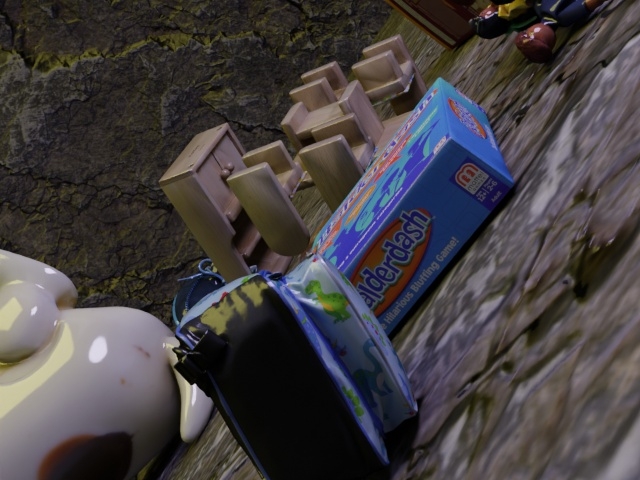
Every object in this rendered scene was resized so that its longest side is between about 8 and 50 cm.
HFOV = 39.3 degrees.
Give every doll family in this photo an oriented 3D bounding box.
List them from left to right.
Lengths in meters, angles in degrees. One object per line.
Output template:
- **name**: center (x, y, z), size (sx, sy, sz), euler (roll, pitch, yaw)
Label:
- **doll family**: center (0.147, -0.184, 0.624), size (0.111, 0.076, 0.193), euler (-49, 10, 5)

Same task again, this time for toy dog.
- **toy dog**: center (-0.327, 0.268, 0.981), size (0.284, 0.395, 0.408), euler (73, -143, -50)

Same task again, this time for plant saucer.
- **plant saucer**: center (0.000, 0.000, 0.979), size (0.083, 0.015, 0.083), euler (-54, 7, 10)

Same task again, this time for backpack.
- **backpack**: center (-0.010, 0.059, 0.412), size (0.084, 0.105, 0.114), euler (-33, 4, -5)

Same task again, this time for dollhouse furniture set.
- **dollhouse furniture set**: center (-0.006, -0.052, 0.878), size (0.242, 0.161, 0.212), euler (-17, 28, 30)

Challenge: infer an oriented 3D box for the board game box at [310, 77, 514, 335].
- **board game box**: center (0.049, -0.016, 0.584), size (0.160, 0.047, 0.210), euler (-53, 6, 18)

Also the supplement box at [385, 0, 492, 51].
- **supplement box**: center (0.151, -0.287, 0.955), size (0.081, 0.104, 0.188), euler (-56, 7, -11)

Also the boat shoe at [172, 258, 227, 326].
- **boat shoe**: center (-0.158, 0.062, 1.398), size (0.089, 0.109, 0.258), euler (-48, 11, 24)

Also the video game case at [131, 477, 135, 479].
- **video game case**: center (-0.288, 0.373, 1.121), size (0.173, 0.022, 0.190), euler (-56, 7, -11)
